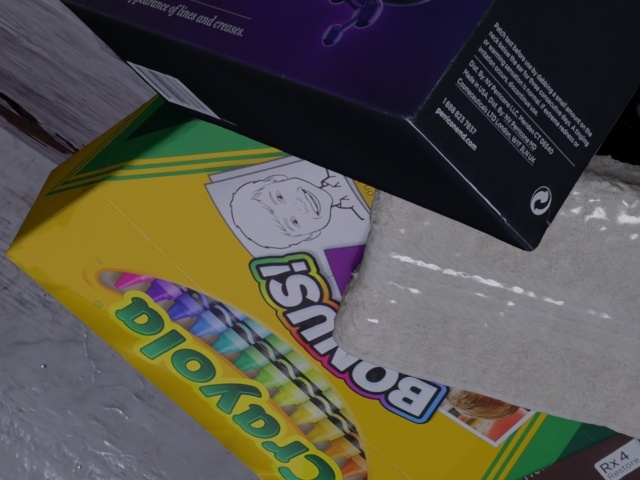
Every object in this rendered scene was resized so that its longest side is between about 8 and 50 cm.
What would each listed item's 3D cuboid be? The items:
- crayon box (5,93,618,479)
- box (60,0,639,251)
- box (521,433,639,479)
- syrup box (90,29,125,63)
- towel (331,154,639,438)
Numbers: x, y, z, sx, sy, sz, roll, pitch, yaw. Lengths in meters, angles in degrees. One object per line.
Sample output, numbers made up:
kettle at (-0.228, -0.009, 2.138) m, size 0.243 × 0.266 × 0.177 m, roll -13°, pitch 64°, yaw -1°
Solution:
crayon box at (0.024, 0.029, 1.218) m, size 0.313 × 0.106 × 0.363 m, roll -32°, pitch 115°, yaw 32°
box at (0.029, -0.128, 0.775) m, size 0.261 × 0.184 × 0.103 m, roll 24°, pitch 164°, yaw 48°
box at (0.226, 0.196, 1.502) m, size 0.203 × 0.168 × 0.167 m, roll 48°, pitch -157°, yaw -13°
syrup box at (-0.058, -0.140, 1.326) m, size 0.237 × 0.096 × 0.093 m, roll 30°, pitch 169°, yaw 14°
towel at (0.161, 0.029, 1.087) m, size 0.282 × 0.049 × 0.187 m, roll 16°, pitch 128°, yaw 1°
